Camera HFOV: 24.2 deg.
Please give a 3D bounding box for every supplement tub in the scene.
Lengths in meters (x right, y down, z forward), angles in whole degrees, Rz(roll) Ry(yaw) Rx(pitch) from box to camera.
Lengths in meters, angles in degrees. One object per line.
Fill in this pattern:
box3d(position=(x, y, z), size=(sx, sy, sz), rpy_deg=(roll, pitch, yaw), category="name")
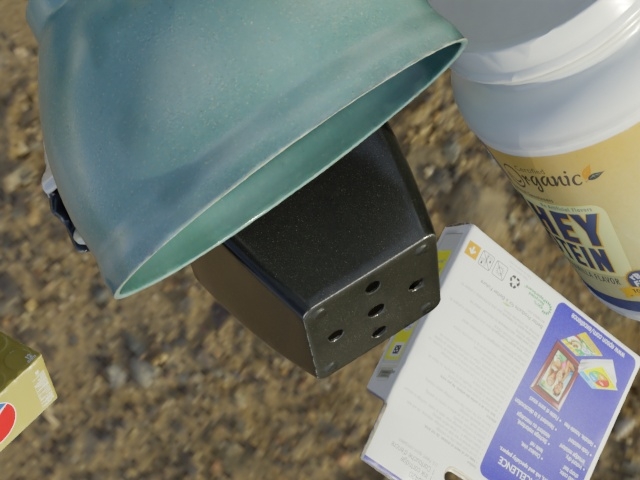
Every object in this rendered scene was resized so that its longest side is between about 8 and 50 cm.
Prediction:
box3d(position=(0.243, -0.108, 1.168), size=(0.228, 0.228, 0.316), rpy_deg=(-22, 128, 27), category="supplement tub")

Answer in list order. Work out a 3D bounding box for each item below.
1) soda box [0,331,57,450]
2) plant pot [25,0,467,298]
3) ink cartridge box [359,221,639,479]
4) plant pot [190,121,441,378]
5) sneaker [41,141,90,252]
box3d(position=(-0.303, 0.157, 1.217), size=(0.061, 0.181, 0.058), rpy_deg=(24, 143, 30), category="soda box")
box3d(position=(-0.076, -0.123, 1.011), size=(0.293, 0.293, 0.196), rpy_deg=(-38, 86, 30), category="plant pot")
box3d(position=(0.204, 0.189, 1.737), size=(0.303, 0.307, 0.072), rpy_deg=(37, 161, -24), category="ink cartridge box")
box3d(position=(0.000, 0.000, 1.241), size=(0.167, 0.188, 0.187), rpy_deg=(53, 167, 29), category="plant pot")
box3d(position=(-0.170, -0.018, 1.395), size=(0.094, 0.153, 0.235), rpy_deg=(-30, 119, 25), category="sneaker")
